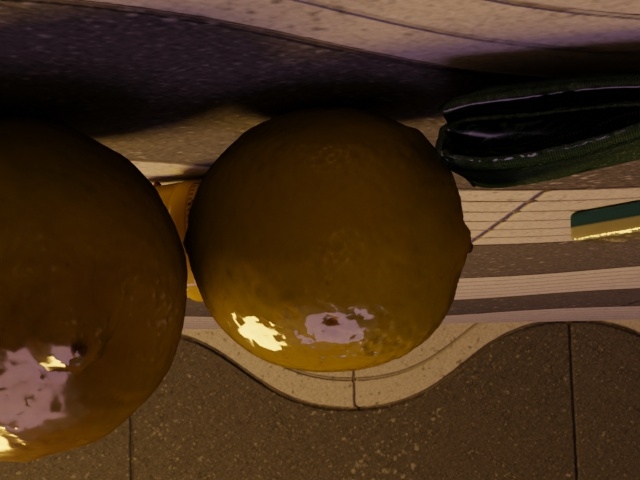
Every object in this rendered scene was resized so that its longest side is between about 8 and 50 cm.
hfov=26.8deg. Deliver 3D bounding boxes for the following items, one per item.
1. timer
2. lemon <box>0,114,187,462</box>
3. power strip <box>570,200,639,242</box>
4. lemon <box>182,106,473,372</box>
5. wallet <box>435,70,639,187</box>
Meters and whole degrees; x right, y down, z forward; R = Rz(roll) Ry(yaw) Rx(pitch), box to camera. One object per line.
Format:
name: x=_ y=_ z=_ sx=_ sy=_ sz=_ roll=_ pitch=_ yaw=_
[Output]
timer: x=-0.103 y=-0.001 z=1.134 sx=0.109 sy=0.107 sz=0.107 roll=-8 pitch=171 yaw=17
lemon: x=-0.203 y=0.031 z=0.887 sx=0.236 sy=0.236 sz=0.263 roll=6 pitch=160 yaw=-45
power strip: x=0.314 y=-0.018 z=1.362 sx=0.056 sy=0.032 sz=0.123 roll=6 pitch=170 yaw=-37
lemon: x=0.000 y=0.000 z=0.890 sx=0.203 sy=0.178 sz=0.178 roll=-2 pitch=173 yaw=19
wallet: x=0.163 y=-0.070 z=0.869 sx=0.160 sy=0.055 sz=0.236 roll=-7 pitch=178 yaw=12
